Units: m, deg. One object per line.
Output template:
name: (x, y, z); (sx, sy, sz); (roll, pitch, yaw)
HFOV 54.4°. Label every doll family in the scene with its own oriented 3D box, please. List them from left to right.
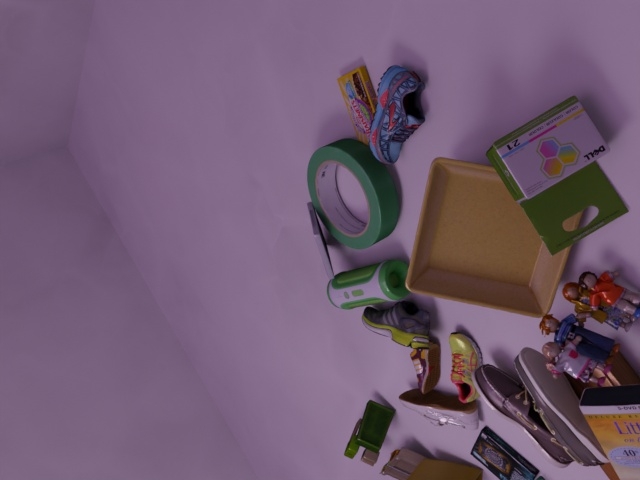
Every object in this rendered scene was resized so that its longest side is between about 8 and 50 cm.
doll family: (0.570, 0.184, 1.349); (0.163, 0.118, 0.263); (28, 89, 21)

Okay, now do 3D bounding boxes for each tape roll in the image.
tape roll: (0.089, -0.134, 1.816); (0.321, 0.077, 0.321); (37, 142, 37)

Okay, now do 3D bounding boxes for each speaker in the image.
speaker: (0.144, 0.137, 1.890); (0.296, 0.131, 0.131); (-19, 95, 55)

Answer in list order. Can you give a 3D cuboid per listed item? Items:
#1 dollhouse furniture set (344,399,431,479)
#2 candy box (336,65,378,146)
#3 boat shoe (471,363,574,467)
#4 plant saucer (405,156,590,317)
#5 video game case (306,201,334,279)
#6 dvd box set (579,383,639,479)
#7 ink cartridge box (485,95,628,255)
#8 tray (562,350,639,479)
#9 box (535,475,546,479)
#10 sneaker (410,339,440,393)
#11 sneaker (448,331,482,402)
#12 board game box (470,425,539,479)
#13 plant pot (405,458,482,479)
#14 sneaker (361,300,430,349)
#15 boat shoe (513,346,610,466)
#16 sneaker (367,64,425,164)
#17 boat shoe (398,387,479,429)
dollhouse furniture set: (0.259, 0.710, 2.149); (0.302, 0.151, 0.197); (24, 142, 4)
candy box: (0.116, -0.362, 1.706); (0.105, 0.027, 0.205); (-10, 103, 57)
boat shoe: (0.533, 0.431, 1.596); (0.324, 0.117, 0.096); (45, 136, 18)
plant saucer: (0.384, -0.013, 1.404); (0.333, 0.081, 0.332); (11, 114, 6)
video game case: (0.000, 0.000, 1.957); (0.173, 0.022, 0.190); (-103, -5, -51)
dvd box set: (0.742, 0.455, 1.215); (0.308, 0.062, 0.420); (-18, 110, 44)
ink cartridge box: (0.483, -0.125, 1.243); (0.255, 0.189, 0.097); (59, -176, 6)
tray: (0.704, 0.450, 1.424); (0.411, 0.076, 0.203); (56, 144, 12)
box: (0.609, 0.744, 1.695); (0.043, 0.105, 0.179); (-29, 87, 54)
sneaker: (0.312, 0.373, 1.884); (0.084, 0.070, 0.185); (32, 128, 48)
sneaker: (0.398, 0.357, 1.734); (0.081, 0.094, 0.208); (-13, 99, 55)
board game box: (0.528, 0.640, 1.801); (0.186, 0.026, 0.126); (39, 138, 31)
plant pot: (0.364, 0.806, 1.929); (0.187, 0.212, 0.212); (19, 125, 36)
sneaker: (0.235, 0.236, 1.873); (0.300, 0.111, 0.121); (16, 89, 57)
boat shoe: (0.544, 0.386, 1.432); (0.305, 0.109, 0.091); (51, 138, 11)
sneaker: (0.199, -0.300, 1.576); (0.125, 0.104, 0.261); (31, 133, 34)
boat shoe: (0.354, 0.519, 1.885); (0.277, 0.098, 0.096); (1, 111, 50)
